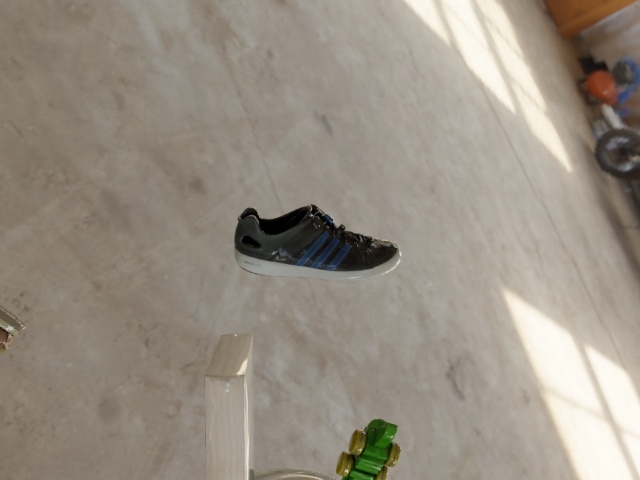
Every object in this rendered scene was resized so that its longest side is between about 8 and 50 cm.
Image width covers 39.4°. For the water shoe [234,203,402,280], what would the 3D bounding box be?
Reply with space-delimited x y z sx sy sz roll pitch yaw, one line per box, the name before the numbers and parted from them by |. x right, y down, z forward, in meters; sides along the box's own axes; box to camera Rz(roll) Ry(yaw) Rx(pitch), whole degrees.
water shoe | 0.000 0.000 1.057 0.073 0.203 0.080 -109 -160 -64

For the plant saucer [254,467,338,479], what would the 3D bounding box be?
plant saucer | -0.057 0.589 1.651 0.100 0.400 0.400 94 -3 -48

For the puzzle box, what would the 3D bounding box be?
puzzle box | -0.120 0.351 1.215 0.272 0.052 0.409 -122 -148 -85

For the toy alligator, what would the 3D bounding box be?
toy alligator | 0.047 0.268 1.063 0.056 0.190 0.051 20 33 -8

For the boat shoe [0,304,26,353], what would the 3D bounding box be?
boat shoe | -0.638 0.103 1.495 0.307 0.104 0.111 47 -13 -34
